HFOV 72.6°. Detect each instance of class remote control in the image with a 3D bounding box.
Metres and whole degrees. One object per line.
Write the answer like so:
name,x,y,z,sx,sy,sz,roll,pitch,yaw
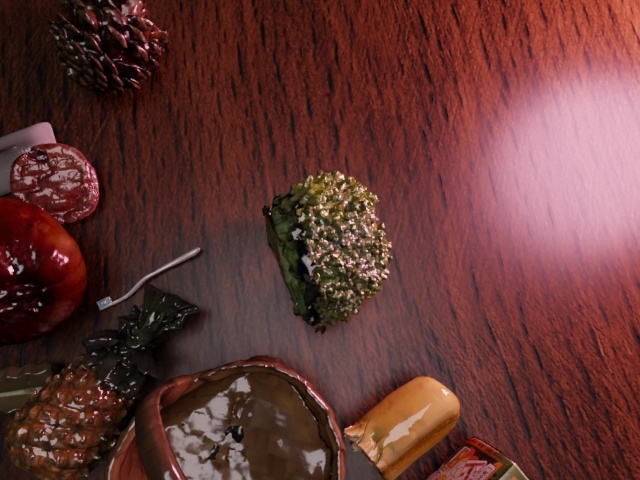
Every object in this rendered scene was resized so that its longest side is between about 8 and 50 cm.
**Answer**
remote control,-0.647,-0.127,0.810,0.313,0.055,0.109,-23,77,-5

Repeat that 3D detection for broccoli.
broccoli,0.016,0.002,0.706,0.181,0.273,0.242,-13,117,-12

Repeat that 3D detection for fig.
fig,-0.510,0.044,0.690,0.224,0.224,0.263,-40,78,-9

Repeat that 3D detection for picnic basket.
picnic basket,-0.133,0.310,0.564,0.337,0.337,0.292,-33,78,-8

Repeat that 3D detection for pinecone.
pinecone,-0.388,-0.374,0.817,0.205,0.179,0.184,-35,100,-25

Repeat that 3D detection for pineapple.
pineapple,-0.316,0.209,0.675,0.170,0.141,0.310,14,58,42

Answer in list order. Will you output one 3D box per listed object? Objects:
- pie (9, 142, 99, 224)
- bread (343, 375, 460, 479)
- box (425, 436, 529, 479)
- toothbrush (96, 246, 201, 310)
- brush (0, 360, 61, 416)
pie,-0.480,-0.102,0.792,0.154,0.038,0.153,-1,98,-11
bread,0.126,0.283,0.671,0.173,0.134,0.085,-32,46,-12
box,0.212,0.407,0.607,0.195,0.177,0.148,-38,78,-9
toothbrush,-0.304,0.068,0.779,0.204,0.017,0.022,-30,97,-7
brush,-0.579,0.255,0.705,0.302,0.071,0.084,-7,79,-1
